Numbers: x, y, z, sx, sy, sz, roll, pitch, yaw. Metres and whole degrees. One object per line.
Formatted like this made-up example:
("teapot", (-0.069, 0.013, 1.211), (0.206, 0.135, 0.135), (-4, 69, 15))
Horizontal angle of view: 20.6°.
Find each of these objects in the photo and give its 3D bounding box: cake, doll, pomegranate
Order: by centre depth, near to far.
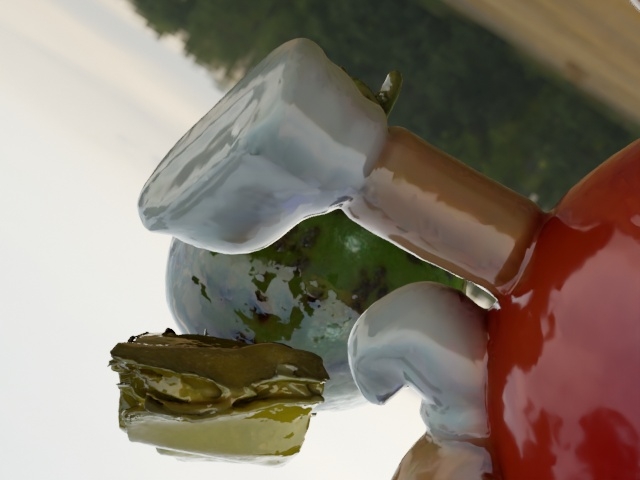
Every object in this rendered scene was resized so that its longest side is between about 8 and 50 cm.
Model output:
("doll", (0.090, 0.015, 0.349), (0.217, 0.183, 0.085), (43, -149, -13))
("cake", (-0.076, 0.083, 0.884), (0.116, 0.079, 0.185), (1, -175, -29))
("pomegranate", (0.000, 0.000, 1.218), (0.211, 0.263, 0.211), (6, 176, 0))
